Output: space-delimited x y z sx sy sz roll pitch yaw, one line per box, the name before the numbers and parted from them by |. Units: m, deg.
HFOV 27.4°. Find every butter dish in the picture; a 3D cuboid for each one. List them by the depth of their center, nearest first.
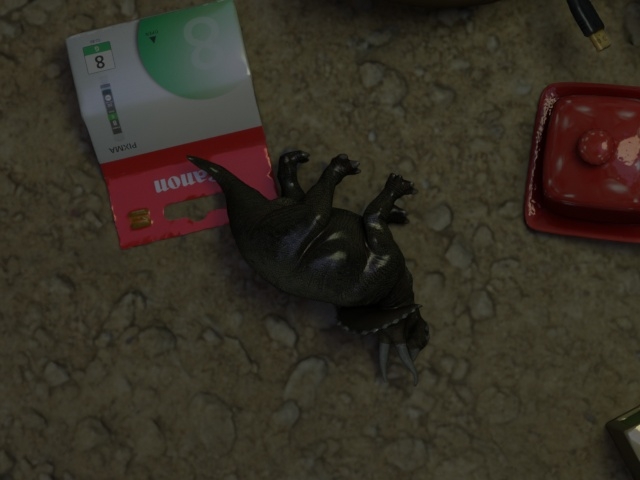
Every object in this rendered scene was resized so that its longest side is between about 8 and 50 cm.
butter dish | 0.279 -0.085 1.298 0.160 0.118 0.160 7 86 20

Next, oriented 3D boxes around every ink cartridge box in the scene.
ink cartridge box | -0.151 -0.121 1.357 0.181 0.056 0.225 -13 85 1

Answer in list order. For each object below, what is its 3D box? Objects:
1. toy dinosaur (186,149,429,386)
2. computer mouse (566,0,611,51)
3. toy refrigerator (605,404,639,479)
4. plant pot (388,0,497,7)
toy dinosaur | 0.000 0.000 1.302 0.313 0.121 0.160 29 69 -7
computer mouse | 0.350 -0.220 1.256 0.184 0.060 0.262 -33 94 0
toy refrigerator | 0.426 0.157 1.301 0.269 0.102 0.094 -27 86 0
plant pot | 0.131 -0.339 1.279 0.191 0.284 0.284 31 87 -33
